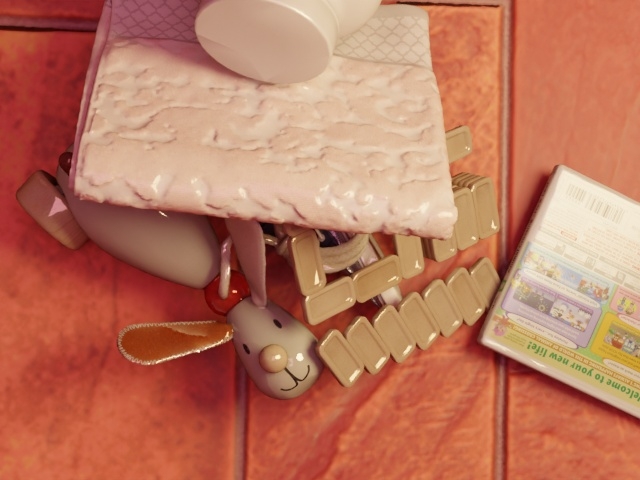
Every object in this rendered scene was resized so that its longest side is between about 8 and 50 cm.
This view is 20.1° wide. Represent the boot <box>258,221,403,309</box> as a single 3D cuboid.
[{"bbox_3d":[0.000,0.000,1.741,0.086,0.069,0.190,-32,88,8],"label":"boot"}]

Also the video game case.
[{"bbox_3d":[0.285,0.056,1.769,0.212,0.023,0.193,25,85,-9],"label":"video game case"}]

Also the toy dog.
[{"bbox_3d":[-0.134,0.002,1.645,0.334,0.161,0.220,24,94,9],"label":"toy dog"}]

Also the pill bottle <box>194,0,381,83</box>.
[{"bbox_3d":[-0.012,-0.307,1.641,0.182,0.181,0.323,17,61,-4],"label":"pill bottle"}]

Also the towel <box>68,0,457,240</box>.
[{"bbox_3d":[-0.049,-0.127,1.641,0.332,0.317,0.053,6,131,-5],"label":"towel"}]

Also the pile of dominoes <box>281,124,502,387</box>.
[{"bbox_3d":[0.067,0.014,1.692,0.251,0.040,0.196,-25,114,-34],"label":"pile of dominoes"}]
